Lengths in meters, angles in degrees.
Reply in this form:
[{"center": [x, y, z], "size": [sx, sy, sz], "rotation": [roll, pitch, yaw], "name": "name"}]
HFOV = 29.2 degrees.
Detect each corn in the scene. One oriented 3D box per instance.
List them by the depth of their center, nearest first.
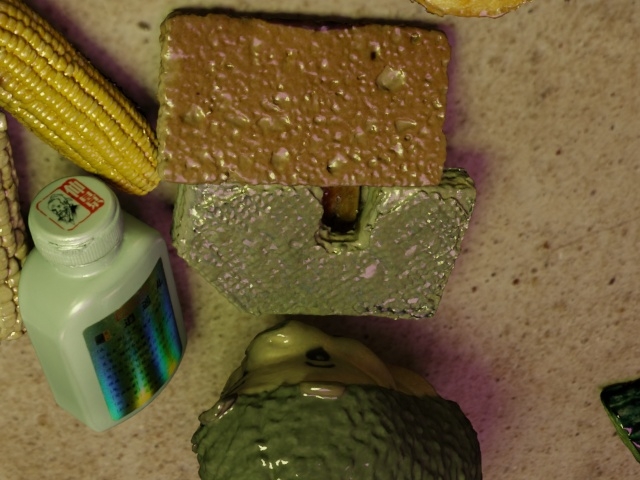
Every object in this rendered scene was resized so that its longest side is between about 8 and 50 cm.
[{"center": [-0.185, -0.103, 0.875], "size": [0.072, 0.072, 0.203], "rotation": [-37, 131, 13], "name": "corn"}, {"center": [-0.263, -0.007, 0.922], "size": [0.087, 0.087, 0.210], "rotation": [-8, 131, -13], "name": "corn"}]

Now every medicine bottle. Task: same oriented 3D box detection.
[{"center": [-0.172, 0.046, 0.965], "size": [0.121, 0.083, 0.228], "rotation": [-46, 153, -28], "name": "medicine bottle"}]

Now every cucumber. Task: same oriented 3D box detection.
[{"center": [0.400, 0.204, 1.353], "size": [0.193, 0.085, 0.115], "rotation": [-13, 131, -17], "name": "cucumber"}]

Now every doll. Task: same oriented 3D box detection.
[{"center": [0.010, 0.197, 1.085], "size": [0.247, 0.247, 0.349], "rotation": [-33, 160, 10], "name": "doll"}]

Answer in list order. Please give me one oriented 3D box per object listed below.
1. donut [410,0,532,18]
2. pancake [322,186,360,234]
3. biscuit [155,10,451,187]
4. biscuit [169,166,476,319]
[{"center": [0.103, -0.242, 0.858], "size": [0.146, 0.078, 0.181], "rotation": [-12, 139, -8], "name": "donut"}, {"center": [-0.037, -0.023, 1.029], "size": [0.158, 0.028, 0.158], "rotation": [-9, 131, -11], "name": "pancake"}, {"center": [-0.010, -0.104, 0.931], "size": [0.231, 0.025, 0.131], "rotation": [1, 97, -20], "name": "biscuit"}, {"center": [0.000, 0.000, 1.009], "size": [0.250, 0.046, 0.147], "rotation": [3, 129, -19], "name": "biscuit"}]
